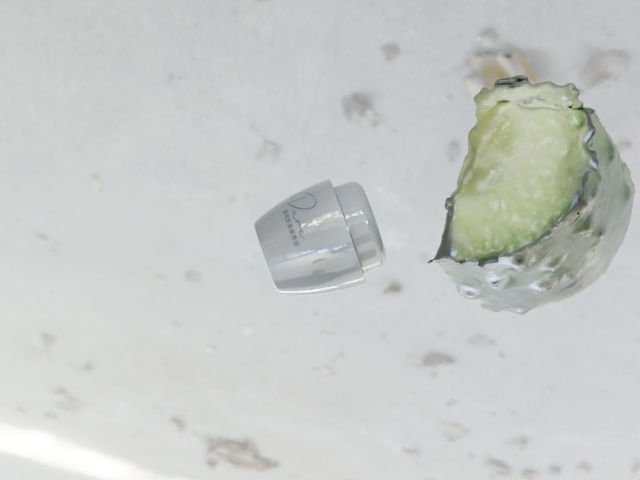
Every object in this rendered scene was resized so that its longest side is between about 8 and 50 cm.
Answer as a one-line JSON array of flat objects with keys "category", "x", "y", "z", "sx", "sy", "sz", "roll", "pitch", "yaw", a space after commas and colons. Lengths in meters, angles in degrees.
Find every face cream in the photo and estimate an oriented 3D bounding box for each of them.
[{"category": "face cream", "x": 0.000, "y": 0.000, "z": 1.005, "sx": 0.095, "sy": 0.091, "sz": 0.091, "roll": -19, "pitch": 142, "yaw": 0}]

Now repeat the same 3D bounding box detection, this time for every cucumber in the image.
[{"category": "cucumber", "x": 0.180, "y": -0.007, "z": 0.946, "sx": 0.105, "sy": 0.145, "sz": 0.325, "roll": 16, "pitch": 174, "yaw": 20}]
